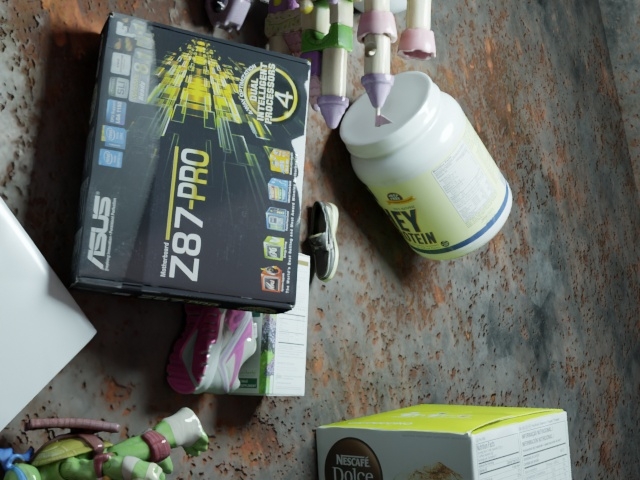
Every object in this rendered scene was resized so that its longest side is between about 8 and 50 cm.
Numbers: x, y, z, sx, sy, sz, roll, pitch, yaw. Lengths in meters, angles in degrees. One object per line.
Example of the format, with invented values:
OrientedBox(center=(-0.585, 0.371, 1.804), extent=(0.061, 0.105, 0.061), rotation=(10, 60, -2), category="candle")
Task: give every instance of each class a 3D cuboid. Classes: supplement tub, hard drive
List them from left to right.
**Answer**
OrientedBox(center=(-0.441, 0.061, 1.097), extent=(0.210, 0.040, 0.318), rotation=(-50, 122, -40), category="hard drive")
OrientedBox(center=(0.205, -0.143, 1.723), extent=(0.325, 0.235, 0.235), rotation=(50, 51, -33), category="supplement tub")

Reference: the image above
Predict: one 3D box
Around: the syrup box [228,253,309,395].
OrientedBox(center=(-0.085, 0.137, 1.460), extent=(0.096, 0.093, 0.237), rotation=(12, 76, -47), category="syrup box")

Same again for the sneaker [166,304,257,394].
OrientedBox(center=(-0.153, 0.129, 1.387), extent=(0.111, 0.103, 0.252), rotation=(34, 67, -46), category="sneaker")

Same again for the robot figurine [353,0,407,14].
OrientedBox(center=(0.115, -0.581, 1.720), extent=(0.209, 0.173, 0.278), rotation=(-13, 95, -17), category="robot figurine")

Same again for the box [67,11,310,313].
OrientedBox(center=(-0.183, -0.104, 1.293), extent=(0.318, 0.097, 0.395), rotation=(9, 76, -21), category="box")

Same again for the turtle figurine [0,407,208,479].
OrientedBox(center=(-0.265, 0.341, 1.154), extent=(0.266, 0.275, 0.198), rotation=(-17, 132, -53), category="turtle figurine")

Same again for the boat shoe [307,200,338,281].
OrientedBox(center=(0.000, 0.000, 1.611), extent=(0.049, 0.056, 0.152), rotation=(19, 61, -41), category="boat shoe")

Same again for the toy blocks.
OrientedBox(center=(-0.001, -0.312, 1.475), extent=(0.309, 0.288, 0.260), rotation=(8, 83, -50), category="toy blocks")

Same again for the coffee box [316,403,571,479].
OrientedBox(center=(0.229, 0.480, 1.593), extent=(0.338, 0.338, 0.334), rotation=(2, 83, -48), category="coffee box")
